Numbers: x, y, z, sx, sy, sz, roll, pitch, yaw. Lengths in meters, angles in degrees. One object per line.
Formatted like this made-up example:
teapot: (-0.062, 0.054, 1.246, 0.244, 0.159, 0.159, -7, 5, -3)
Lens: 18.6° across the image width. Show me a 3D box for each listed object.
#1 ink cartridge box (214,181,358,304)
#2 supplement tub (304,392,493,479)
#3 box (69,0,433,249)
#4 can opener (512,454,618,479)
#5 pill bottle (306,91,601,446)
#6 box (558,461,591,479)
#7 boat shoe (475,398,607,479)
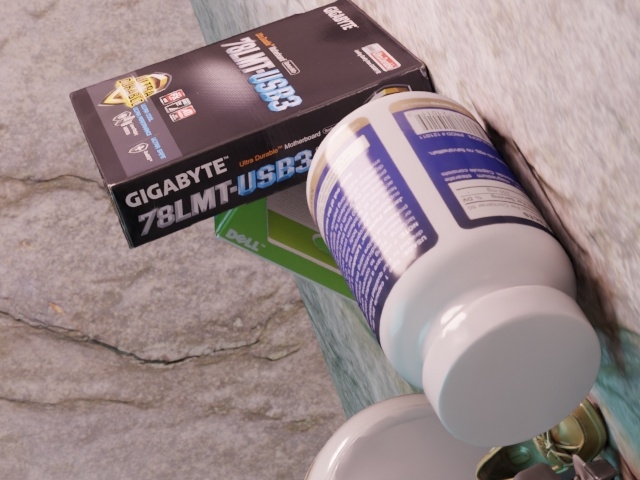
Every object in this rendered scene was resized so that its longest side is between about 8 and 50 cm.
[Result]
ink cartridge box: (0.000, 0.000, 1.850, 0.188, 0.097, 0.255, 26, -153, -18)
supplement tub: (0.098, 0.279, 1.958, 0.331, 0.241, 0.241, 101, 147, -81)
box: (-0.068, -0.118, 1.787, 0.295, 0.293, 0.073, -123, 12, -66)
can opener: (0.227, 0.240, 1.420, 0.280, 0.093, 0.074, -136, 26, -66)
pill bottle: (0.098, 0.019, 1.444, 0.265, 0.153, 0.153, -117, 8, -47)
box: (0.169, 0.104, 1.674, 0.145, 0.038, 0.186, -141, 29, -77)
boat shoe: (0.177, 0.167, 1.572, 0.056, 0.048, 0.153, 61, 151, 3)
